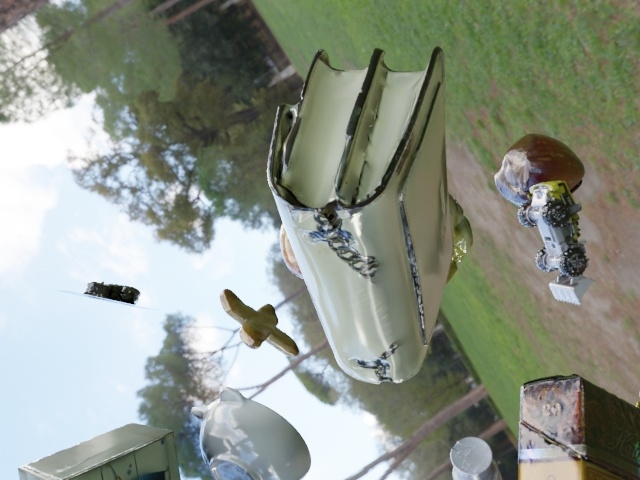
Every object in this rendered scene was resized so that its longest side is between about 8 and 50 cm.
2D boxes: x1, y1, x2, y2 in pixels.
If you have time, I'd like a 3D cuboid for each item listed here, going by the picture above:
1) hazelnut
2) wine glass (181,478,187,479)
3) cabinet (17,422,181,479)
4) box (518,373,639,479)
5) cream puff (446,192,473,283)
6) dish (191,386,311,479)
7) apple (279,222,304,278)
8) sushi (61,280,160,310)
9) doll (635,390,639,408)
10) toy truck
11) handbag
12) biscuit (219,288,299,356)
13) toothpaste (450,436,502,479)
[{"bbox_3d":[0.615,-0.197,1.723,0.218,0.218,0.234,55,171,-12],"label":"hazelnut"},{"bbox_3d":[-0.389,0.604,1.381,0.093,0.203,0.092,167,90,-78],"label":"wine glass"},{"bbox_3d":[-0.351,0.412,1.012,0.206,0.150,0.144,-12,-86,-47],"label":"cabinet"},{"bbox_3d":[0.406,0.433,0.894,0.264,0.116,0.415,29,-122,-27],"label":"box"},{"bbox_3d":[0.129,-0.018,1.250,0.291,0.257,0.324,29,169,42],"label":"cream puff"},{"bbox_3d":[-0.133,0.371,1.032,0.236,0.228,0.086,49,-141,-9],"label":"dish"},{"bbox_3d":[0.000,0.000,1.041,0.146,0.146,0.131,57,-159,11],"label":"apple"},{"bbox_3d":[-0.519,0.125,1.511,0.220,0.047,0.231,17,168,-28],"label":"sushi"},{"bbox_3d":[0.729,0.355,1.213,0.096,0.188,0.145,44,-137,-54],"label":"doll"},{"bbox_3d":[0.555,0.001,1.416,0.136,0.111,0.285,-167,56,-79],"label":"toy truck"},{"bbox_3d":[0.059,-0.013,0.718,0.358,0.160,0.236,71,-152,-50],"label":"handbag"},{"bbox_3d":[-0.140,0.198,1.424,0.164,0.047,0.208,52,-169,29],"label":"biscuit"},{"bbox_3d":[0.277,0.442,1.051,0.073,0.114,0.299,38,157,47],"label":"toothpaste"}]
